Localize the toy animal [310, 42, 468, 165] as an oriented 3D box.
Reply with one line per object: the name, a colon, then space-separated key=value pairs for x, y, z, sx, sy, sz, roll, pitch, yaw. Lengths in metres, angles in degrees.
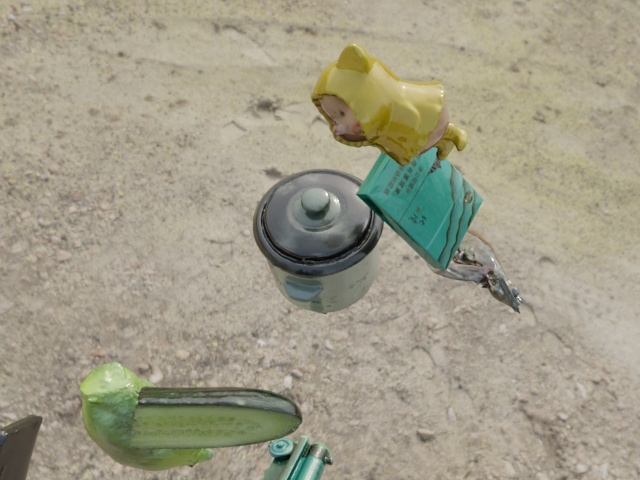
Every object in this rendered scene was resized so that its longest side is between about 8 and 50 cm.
toy animal: x=0.103 y=-0.190 z=0.825 sx=0.229 sy=0.156 sz=0.156 roll=27 pitch=53 yaw=-12

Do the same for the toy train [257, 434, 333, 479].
toy train: x=-0.078 y=0.652 z=1.515 sx=0.194 sy=0.120 sz=0.298 roll=0 pitch=24 yaw=21

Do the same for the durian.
durian: x=-0.289 y=0.298 z=0.906 sx=0.139 sy=0.250 sz=0.101 roll=-18 pitch=30 yaw=24

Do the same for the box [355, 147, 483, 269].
box: x=0.181 y=-0.076 z=0.994 sx=0.226 sy=0.042 sz=0.161 roll=41 pitch=73 yaw=-28

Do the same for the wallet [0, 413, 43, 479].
wallet: x=-0.719 y=0.533 z=1.295 sx=0.044 sy=0.149 sz=0.250 roll=18 pitch=92 yaw=10

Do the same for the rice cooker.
rice cooker: x=0.000 y=0.000 z=1.196 sx=0.264 sy=0.317 sz=0.317 roll=16 pitch=53 yaw=15

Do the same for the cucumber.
cucumber: x=-0.149 y=0.248 z=0.816 sx=0.243 sy=0.115 sz=0.063 roll=4 pitch=39 yaw=-7

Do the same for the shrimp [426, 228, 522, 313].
shrimp: x=0.346 y=0.063 z=1.318 sx=0.164 sy=0.062 sz=0.317 roll=-20 pitch=42 yaw=-10
